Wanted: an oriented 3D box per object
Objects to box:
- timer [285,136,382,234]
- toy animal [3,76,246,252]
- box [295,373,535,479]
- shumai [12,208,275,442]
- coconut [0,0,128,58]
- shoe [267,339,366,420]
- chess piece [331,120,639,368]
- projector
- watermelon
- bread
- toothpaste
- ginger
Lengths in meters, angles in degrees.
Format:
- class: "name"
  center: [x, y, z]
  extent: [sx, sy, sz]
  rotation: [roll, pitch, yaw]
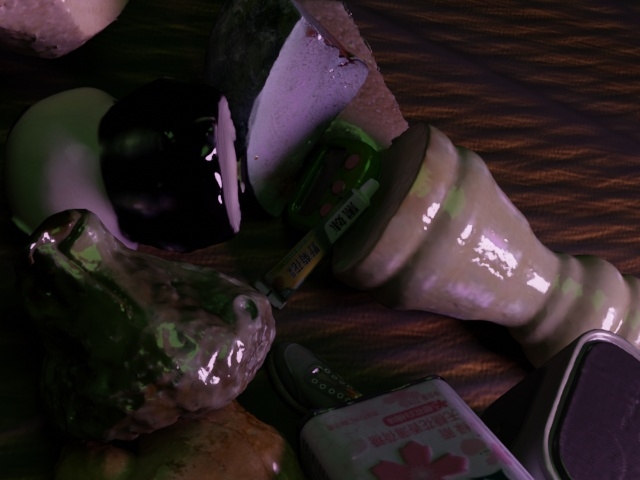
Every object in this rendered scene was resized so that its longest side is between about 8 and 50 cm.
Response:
- class: "timer"
  center: [0.018, -0.068, 1.404]
  extent: [0.047, 0.128, 0.140]
  rotation: [34, 81, -34]
- class: "toy animal"
  center: [-0.222, -0.075, 1.228]
  extent: [0.266, 0.213, 0.213]
  rotation: [-5, 51, 10]
- class: "box"
  center: [0.126, 0.285, 1.044]
  extent: [0.190, 0.112, 0.370]
  rotation: [-12, 30, -19]
- class: "shumai"
  center: [-0.179, 0.067, 1.084]
  extent: [0.260, 0.222, 0.225]
  rotation: [-9, 19, -5]
- class: "coconut"
  center: [-0.414, -0.431, 1.272]
  extent: [0.404, 0.404, 0.405]
  rotation: [16, 50, -20]
- class: "shoe"
  center: [0.019, 0.187, 1.260]
  extent: [0.074, 0.077, 0.194]
  rotation: [-30, 76, -42]
- class: "chess piece"
  center: [0.254, 0.047, 1.419]
  extent: [0.442, 0.234, 0.234]
  rotation: [29, 46, -13]
- class: "projector"
  center: [0.302, 0.289, 1.236]
  extent: [0.248, 0.249, 0.248]
  rotation: [36, 46, -2]
- class: "watermelon"
  center: [-0.052, -0.212, 1.407]
  extent: [0.213, 0.320, 0.289]
  rotation: [-8, 31, -15]
- class: "bread"
  center: [-0.001, -0.213, 1.541]
  extent: [0.183, 0.102, 0.337]
  rotation: [-13, 66, -34]
- class: "toothpaste"
  center: [0.000, 0.000, 1.331]
  extent: [0.049, 0.204, 0.031]
  rotation: [45, 9, 5]
- class: "ginger"
  center: [-0.166, 0.267, 1.015]
  extent: [0.236, 0.166, 0.375]
  rotation: [48, 25, 9]
